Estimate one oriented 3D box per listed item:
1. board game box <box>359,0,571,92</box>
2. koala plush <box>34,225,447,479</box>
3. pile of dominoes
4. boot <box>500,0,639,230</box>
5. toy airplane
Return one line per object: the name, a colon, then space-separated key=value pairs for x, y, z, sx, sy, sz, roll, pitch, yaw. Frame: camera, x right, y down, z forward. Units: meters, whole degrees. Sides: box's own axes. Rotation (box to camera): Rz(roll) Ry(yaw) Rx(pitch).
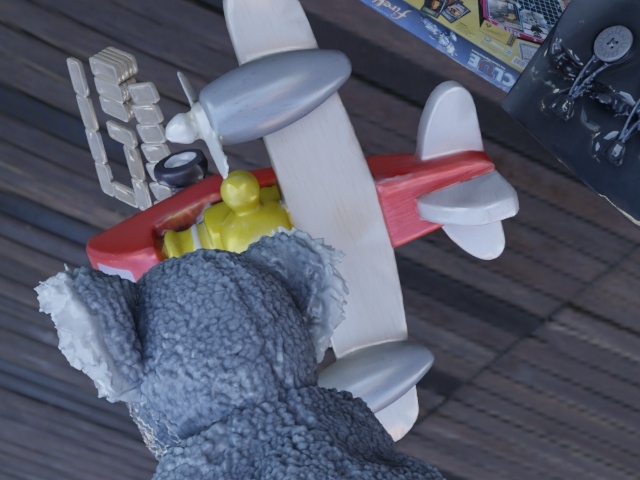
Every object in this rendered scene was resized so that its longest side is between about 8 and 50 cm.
board game box: x=0.184 y=-0.294 z=1.407 sx=0.243 sy=0.165 sz=0.042 roll=35 pitch=147 yaw=11
koala plush: x=-0.038 y=0.099 z=0.592 sx=0.196 sy=0.221 sz=0.203 roll=-9 pitch=160 yaw=-31
pile of dominoes: x=-0.265 y=-0.150 z=1.640 sx=0.196 sy=0.040 sz=0.251 roll=25 pitch=138 yaw=35
boot: x=0.416 y=-0.137 z=1.045 sx=0.367 sy=0.445 sz=0.146 roll=-43 pitch=131 yaw=7
toy airplane: x=0.000 y=0.000 z=1.088 sx=0.386 sy=0.272 sz=0.384 roll=30 pitch=120 yaw=-7
